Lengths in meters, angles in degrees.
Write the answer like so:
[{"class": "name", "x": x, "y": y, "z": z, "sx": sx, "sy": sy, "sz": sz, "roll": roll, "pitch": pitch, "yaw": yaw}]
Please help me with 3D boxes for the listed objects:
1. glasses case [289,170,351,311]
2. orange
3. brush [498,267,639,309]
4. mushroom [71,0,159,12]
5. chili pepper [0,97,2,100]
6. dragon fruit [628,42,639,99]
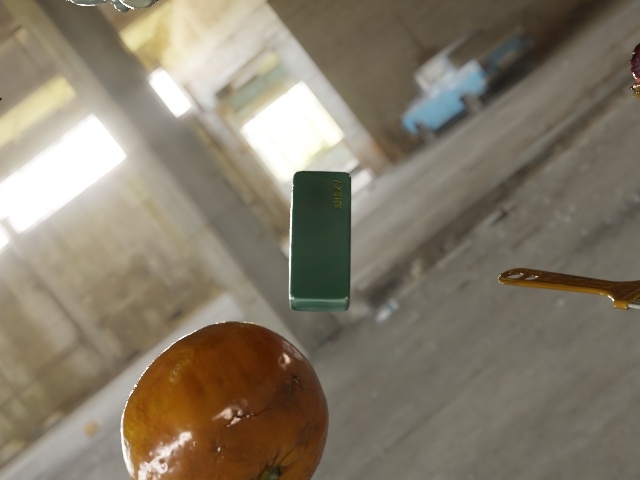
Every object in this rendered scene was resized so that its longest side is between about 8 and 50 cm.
[{"class": "glasses case", "x": 0.000, "y": 0.000, "z": 2.111, "sx": 0.078, "sy": 0.184, "sz": 0.039, "roll": 1, "pitch": -26, "yaw": -1}, {"class": "orange", "x": -0.125, "y": 0.243, "z": 2.157, "sx": 0.284, "sy": 0.226, "sz": 0.284, "roll": -28, "pitch": -46, "yaw": -33}, {"class": "brush", "x": 0.340, "y": 0.056, "z": 2.090, "sx": 0.090, "sy": 0.017, "sz": 0.314, "roll": -25, "pitch": 19, "yaw": -35}, {"class": "mushroom", "x": -0.219, "y": -0.294, "z": 1.793, "sx": 0.096, "sy": 0.099, "sz": 0.278, "roll": 2, "pitch": 11, "yaw": -28}, {"class": "chili pepper", "x": -0.336, "y": -0.172, "z": 1.185, "sx": 0.144, "sy": 0.252, "sz": 0.136, "roll": -32, "pitch": 12, "yaw": -37}, {"class": "dragon fruit", "x": 0.372, "y": -0.176, "z": 1.668, "sx": 0.112, "sy": 0.068, "sz": 0.126, "roll": -21, "pitch": 30, "yaw": 31}]
